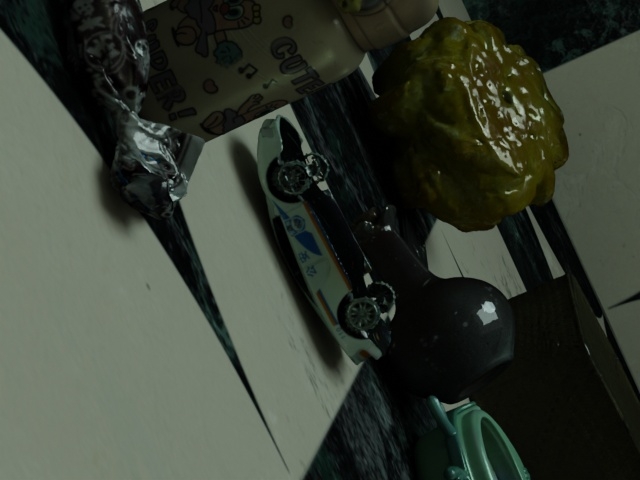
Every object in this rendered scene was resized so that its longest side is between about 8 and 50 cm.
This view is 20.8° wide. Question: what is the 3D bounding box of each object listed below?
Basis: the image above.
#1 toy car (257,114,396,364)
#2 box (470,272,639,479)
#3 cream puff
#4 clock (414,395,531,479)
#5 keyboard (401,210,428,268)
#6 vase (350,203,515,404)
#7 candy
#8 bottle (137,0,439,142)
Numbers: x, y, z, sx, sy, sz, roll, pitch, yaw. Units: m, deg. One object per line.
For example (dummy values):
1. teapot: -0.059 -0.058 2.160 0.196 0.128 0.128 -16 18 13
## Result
1. toy car: 0.000 0.000 1.350 0.205 0.056 0.095 62 13 -2
2. box: 0.276 0.200 1.924 0.273 0.143 0.184 60 15 -23
3. cream puff: 0.158 -0.127 1.910 0.244 0.196 0.244 58 15 -25
4. clock: 0.133 0.215 1.485 0.211 0.066 0.159 53 18 -44
5. keyboard: 0.100 0.026 1.818 0.053 0.010 0.155 58 15 -28
6. vase: 0.088 0.050 1.522 0.183 0.120 0.120 55 10 15
7. candy: -0.126 -0.115 1.056 0.094 0.051 0.226 25 43 -67
8. bottle: -0.027 -0.140 1.140 0.097 0.209 0.110 65 13 -3
